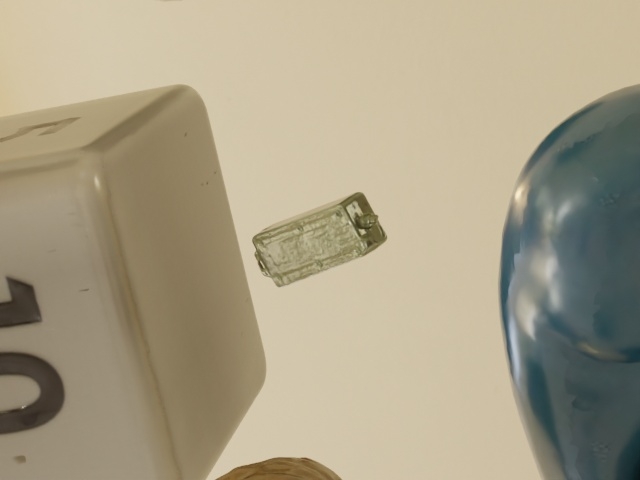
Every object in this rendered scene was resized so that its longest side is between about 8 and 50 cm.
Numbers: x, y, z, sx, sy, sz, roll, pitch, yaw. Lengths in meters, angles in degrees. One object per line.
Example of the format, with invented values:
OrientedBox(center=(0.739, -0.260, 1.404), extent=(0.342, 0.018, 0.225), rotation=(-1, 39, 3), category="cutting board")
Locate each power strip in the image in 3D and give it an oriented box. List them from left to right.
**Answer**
OrientedBox(center=(0.000, 0.000, 0.639), extent=(0.083, 0.017, 0.027), rotation=(-20, -78, 51), category="power strip")

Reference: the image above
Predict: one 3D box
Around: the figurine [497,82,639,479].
OrientedBox(center=(0.218, 0.124, 0.526), extent=(0.416, 0.298, 0.243), rotation=(26, -77, -8), category="figurine")

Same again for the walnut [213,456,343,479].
OrientedBox(center=(-0.025, 0.117, 0.480), extent=(0.096, 0.082, 0.079), rotation=(-40, -97, 11), category="walnut")

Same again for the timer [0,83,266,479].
OrientedBox(center=(-0.158, 0.037, 0.804), extent=(0.195, 0.194, 0.192), rotation=(-8, -75, 15), category="timer")
